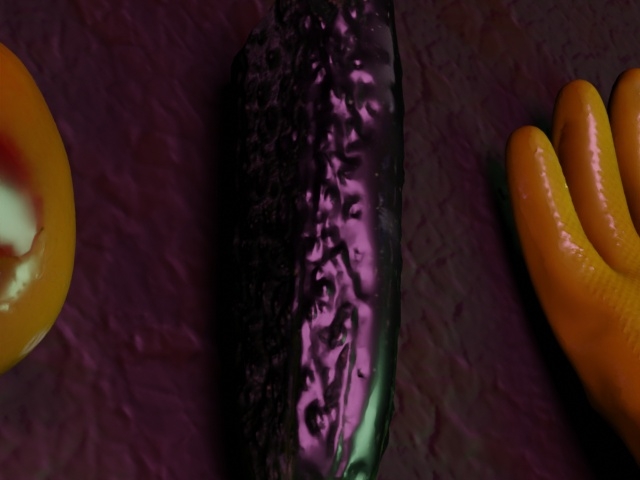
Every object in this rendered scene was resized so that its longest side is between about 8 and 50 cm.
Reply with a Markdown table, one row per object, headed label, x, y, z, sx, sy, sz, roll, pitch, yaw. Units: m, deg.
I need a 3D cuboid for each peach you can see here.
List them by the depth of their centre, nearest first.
| label | x | y | z | sx | sy | sz | roll | pitch | yaw |
| --- | --- | --- | --- | --- | --- | --- | --- | --- | --- |
| peach | -0.144 | -0.016 | 0.519 | 0.138 | 0.138 | 0.138 | 17 | 56 | -28 |

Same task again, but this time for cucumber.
| label | x | y | z | sx | sy | sz | roll | pitch | yaw |
| --- | --- | --- | --- | --- | --- | --- | --- | --- | --- |
| cucumber | -0.001 | 0.001 | 0.649 | 0.074 | 0.074 | 0.241 | 17 | 58 | -28 |

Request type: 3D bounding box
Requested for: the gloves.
| label | x | y | z | sx | sy | sz | roll | pitch | yaw |
| --- | --- | --- | --- | --- | --- | --- | --- | --- | --- |
| gloves | 0.170 | 0.043 | 0.739 | 0.133 | 0.116 | 0.294 | 13 | 52 | -39 |
